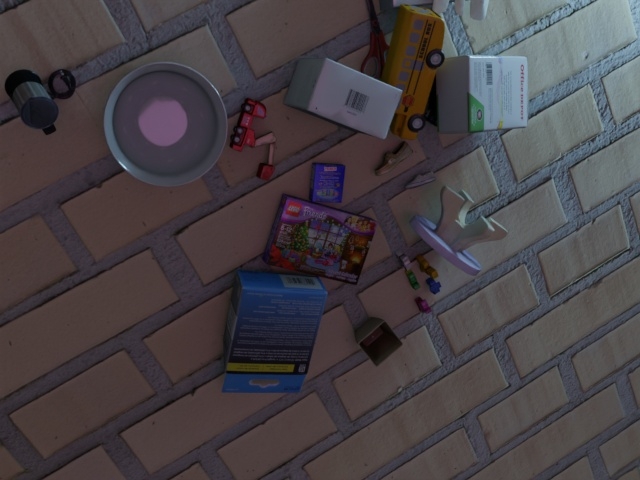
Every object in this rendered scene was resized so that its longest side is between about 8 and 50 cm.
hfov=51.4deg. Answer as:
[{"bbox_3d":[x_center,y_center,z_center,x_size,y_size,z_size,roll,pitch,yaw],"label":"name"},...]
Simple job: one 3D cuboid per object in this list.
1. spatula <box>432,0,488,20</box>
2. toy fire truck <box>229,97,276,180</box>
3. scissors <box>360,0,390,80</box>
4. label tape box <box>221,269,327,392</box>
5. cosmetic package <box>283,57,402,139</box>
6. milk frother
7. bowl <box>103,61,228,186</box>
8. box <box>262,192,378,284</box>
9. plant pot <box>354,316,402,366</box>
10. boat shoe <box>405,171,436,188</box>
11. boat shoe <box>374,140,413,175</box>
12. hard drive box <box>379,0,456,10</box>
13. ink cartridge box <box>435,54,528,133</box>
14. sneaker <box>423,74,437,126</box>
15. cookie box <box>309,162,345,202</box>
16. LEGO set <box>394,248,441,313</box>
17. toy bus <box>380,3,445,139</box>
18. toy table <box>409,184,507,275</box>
[{"bbox_3d":[0.385,-0.717,1.760,0.168,0.019,0.242,2,105,-15],"label":"spatula"},{"bbox_3d":[-0.168,-0.270,1.778,0.135,0.047,0.192,17,99,-23],"label":"toy fire truck"},{"bbox_3d":[0.159,-0.578,1.819,0.108,0.021,0.297,-6,106,-15],"label":"scissors"},{"bbox_3d":[-0.144,0.266,1.905,0.249,0.115,0.348,5,115,-20],"label":"label tape box"},{"bbox_3d":[0.052,-0.371,1.727,0.223,0.224,0.138,17,97,-23],"label":"cosmetic package"},{"bbox_3d":[-0.635,-0.336,1.548,0.143,0.135,0.129,-41,145,-1],"label":"milk frother"},{"bbox_3d":[-0.387,-0.291,1.648,0.297,0.134,0.298,-6,107,-18],"label":"bowl"},{"bbox_3d":[0.000,0.000,1.909,0.293,0.057,0.201,14,100,-22],"label":"box"},{"bbox_3d":[0.165,0.298,2.033,0.109,0.096,0.109,-40,114,-5],"label":"plant pot"},{"bbox_3d":[0.294,-0.181,1.975,0.100,0.035,0.035,-19,84,-9],"label":"boat shoe"},{"bbox_3d":[0.204,-0.237,1.919,0.135,0.050,0.045,-39,111,-16],"label":"boat shoe"},{"bbox_3d":[0.273,-0.721,1.775,0.232,0.089,0.181,-11,109,-16],"label":"hard drive box"},{"bbox_3d":[0.453,-0.407,1.855,0.278,0.117,0.202,-12,104,-40],"label":"ink cartridge box"},{"bbox_3d":[0.322,-0.405,1.890,0.121,0.079,0.217,-48,116,-2],"label":"sneaker"},{"bbox_3d":[0.019,-0.163,1.877,0.091,0.040,0.107,1,105,-19],"label":"cookie box"},{"bbox_3d":[0.320,0.121,2.036,0.087,0.093,0.227,-30,113,-9],"label":"LEGO set"},{"bbox_3d":[0.239,-0.445,1.782,0.130,0.108,0.333,6,119,-13],"label":"toy bus"},{"bbox_3d":[0.413,-0.033,1.961,0.274,0.252,0.161,28,112,-32],"label":"toy table"}]
